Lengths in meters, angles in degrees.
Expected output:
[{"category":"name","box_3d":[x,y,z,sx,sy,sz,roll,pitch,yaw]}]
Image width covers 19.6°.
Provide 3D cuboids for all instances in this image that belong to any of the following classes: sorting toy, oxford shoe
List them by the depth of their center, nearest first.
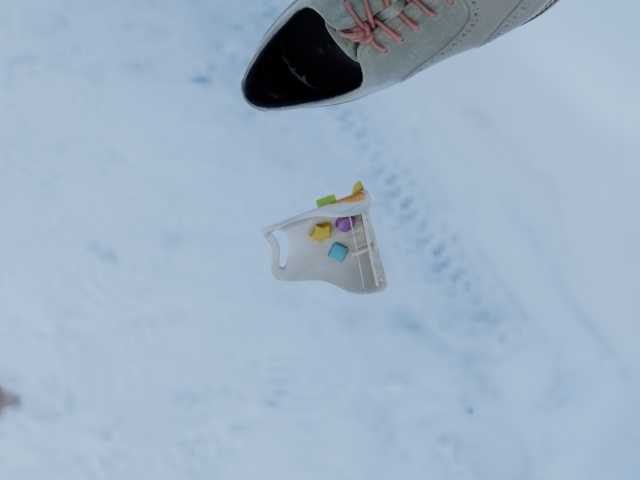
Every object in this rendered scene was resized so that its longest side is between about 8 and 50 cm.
[{"category":"sorting toy","box_3d":[0.000,0.000,1.226,0.075,0.083,0.045,-14,47,-2]},{"category":"oxford shoe","box_3d":[0.075,-0.174,1.362,0.123,0.348,0.130,52,47,-6]}]
